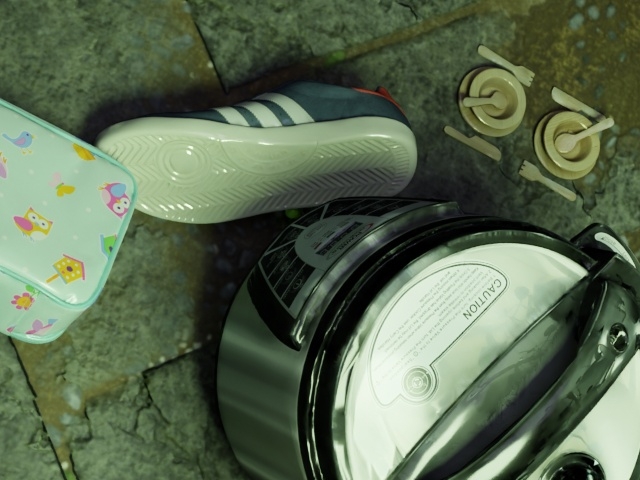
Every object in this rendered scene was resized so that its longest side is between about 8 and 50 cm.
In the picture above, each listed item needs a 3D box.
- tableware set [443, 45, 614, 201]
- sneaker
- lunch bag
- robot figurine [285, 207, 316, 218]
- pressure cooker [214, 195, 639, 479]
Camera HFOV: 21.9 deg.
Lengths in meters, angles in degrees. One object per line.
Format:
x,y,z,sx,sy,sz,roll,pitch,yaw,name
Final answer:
0.255,-0.144,1.973,0.194,0.039,0.128,28,70,-12,tableware set
-0.073,-0.112,1.816,0.350,0.131,0.148,0,38,-5,sneaker
-0.330,-0.036,1.676,0.279,0.108,0.224,29,45,-15,lunch bag
0.000,0.000,1.832,0.101,0.067,0.115,40,67,6,robot figurine
0.123,0.145,1.621,0.375,0.420,0.369,5,93,-22,pressure cooker
